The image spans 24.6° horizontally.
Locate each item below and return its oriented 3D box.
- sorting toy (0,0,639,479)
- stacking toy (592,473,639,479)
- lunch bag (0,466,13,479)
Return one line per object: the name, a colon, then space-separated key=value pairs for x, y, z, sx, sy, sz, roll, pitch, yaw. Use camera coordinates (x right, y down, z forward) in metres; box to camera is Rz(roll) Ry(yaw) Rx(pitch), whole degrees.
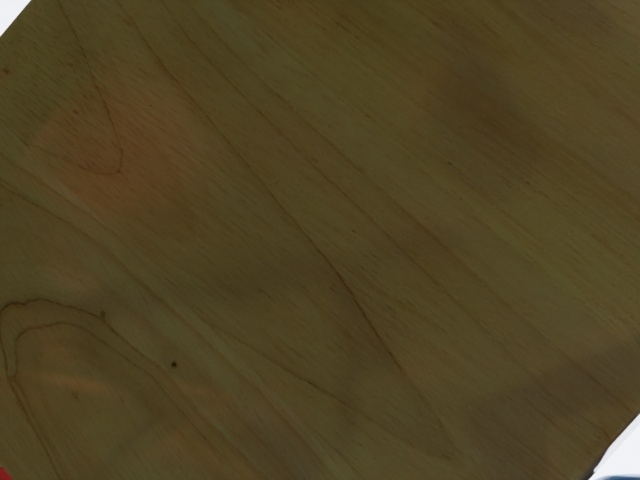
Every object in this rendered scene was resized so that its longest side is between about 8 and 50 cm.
sorting toy: x=0.000 y=0.000 z=0.526 sx=0.257 sy=0.089 sz=0.255 roll=43 pitch=-86 yaw=20
stacking toy: x=0.244 y=0.110 z=0.503 sx=0.166 sy=0.302 sz=0.175 roll=-4 pitch=-73 yaw=60
lunch bag: x=-0.286 y=0.124 z=0.735 sx=0.328 sy=0.239 sz=0.385 roll=15 pitch=-65 yaw=18
